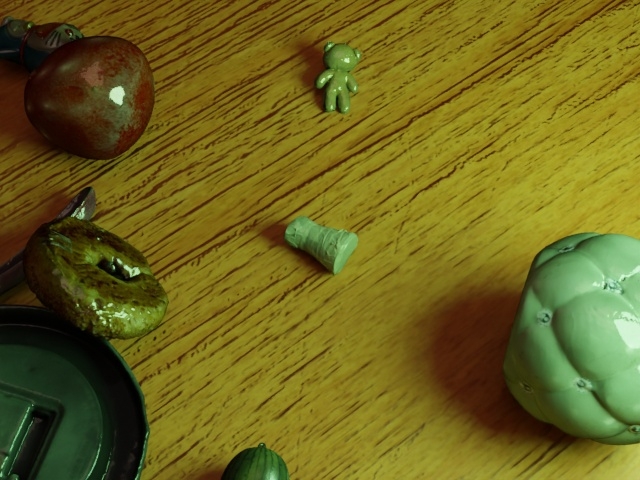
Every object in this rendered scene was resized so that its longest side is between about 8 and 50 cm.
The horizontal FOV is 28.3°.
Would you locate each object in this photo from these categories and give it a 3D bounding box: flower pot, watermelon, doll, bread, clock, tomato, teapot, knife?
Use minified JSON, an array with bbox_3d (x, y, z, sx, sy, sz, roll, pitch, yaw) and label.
[{"bbox_3d":[0.319,0.109,1.447,0.195,0.246,0.246,15,58,12],"label":"flower pot"},{"bbox_3d":[-0.074,0.276,1.399,0.078,0.078,0.110,15,57,4],"label":"watermelon"},{"bbox_3d":[0.023,-0.222,1.729,0.062,0.051,0.093,7,59,-9],"label":"doll"},{"bbox_3d":[-0.266,0.046,1.488,0.193,0.064,0.193,30,22,-14],"label":"bread"},{"bbox_3d":[-0.352,0.225,1.409,0.325,0.067,0.325,2,58,-4],"label":"clock"},{"bbox_3d":[-0.371,-0.255,1.696,0.152,0.085,0.114,21,39,20],"label":"doll"},{"bbox_3d":[-0.284,-0.181,1.607,0.167,0.167,0.167,2,58,-4],"label":"tomato"},{"bbox_3d":[0.000,0.000,1.592,0.083,0.057,0.067,26,22,14],"label":"teapot"},{"bbox_3d":[-0.377,0.025,1.540,0.278,0.053,0.123,-38,25,-33],"label":"knife"}]
